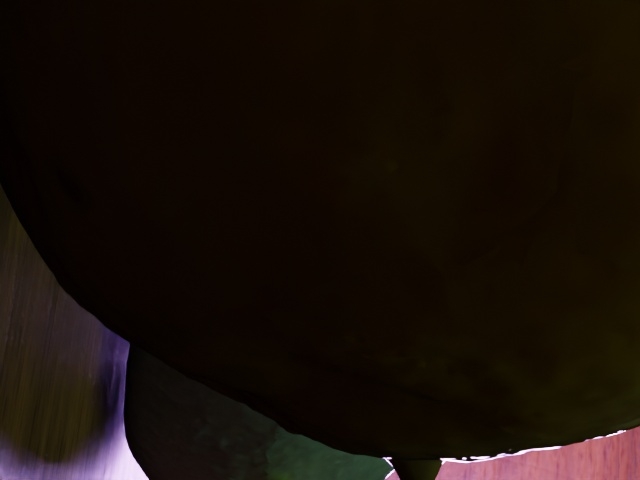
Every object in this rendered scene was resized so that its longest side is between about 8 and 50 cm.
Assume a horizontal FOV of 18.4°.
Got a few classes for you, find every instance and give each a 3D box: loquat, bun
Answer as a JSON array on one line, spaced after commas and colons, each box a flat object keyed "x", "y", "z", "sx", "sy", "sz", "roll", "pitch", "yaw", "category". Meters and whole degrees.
[{"x": 0.045, "y": -0.097, "z": 0.571, "sx": 0.328, "sy": 0.328, "sz": 0.328, "roll": 5, "pitch": 90, "yaw": -89, "category": "loquat"}, {"x": 0.000, "y": 0.000, "z": 1.177, "sx": 0.362, "sy": 0.211, "sz": 0.361, "roll": -174, "pitch": -90, "yaw": -89, "category": "bun"}]
